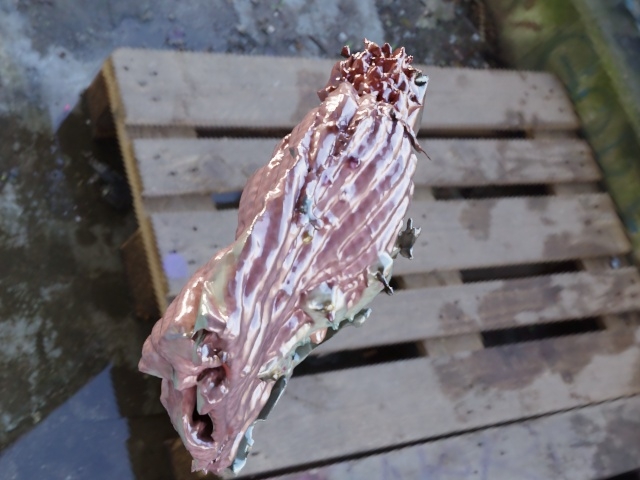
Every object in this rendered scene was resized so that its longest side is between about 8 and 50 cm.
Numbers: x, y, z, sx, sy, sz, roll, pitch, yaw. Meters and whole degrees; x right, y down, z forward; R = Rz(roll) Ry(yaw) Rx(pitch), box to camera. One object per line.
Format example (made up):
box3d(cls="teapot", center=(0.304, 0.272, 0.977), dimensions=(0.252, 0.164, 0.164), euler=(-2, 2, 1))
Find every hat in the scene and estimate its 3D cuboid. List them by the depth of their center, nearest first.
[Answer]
box3d(cls="hat", center=(0.000, 0.000, 0.647), dimensions=(0.107, 0.236, 0.286), euler=(24, 63, 7))
